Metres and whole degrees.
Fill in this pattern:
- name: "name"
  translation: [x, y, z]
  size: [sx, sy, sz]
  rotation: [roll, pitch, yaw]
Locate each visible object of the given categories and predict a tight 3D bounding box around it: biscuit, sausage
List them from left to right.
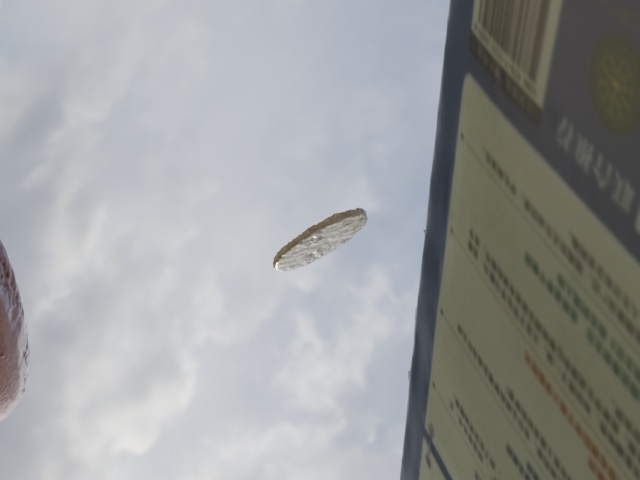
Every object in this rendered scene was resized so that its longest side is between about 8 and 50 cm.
- name: "sausage"
  translation: [-0.323, 0.072, 1.066]
  size: [0.258, 0.133, 0.133]
  rotation: [92, -13, -44]
- name: "biscuit"
  translation: [0.000, 0.000, 1.319]
  size: [0.120, 0.120, 0.015]
  rotation: [-40, -107, 33]

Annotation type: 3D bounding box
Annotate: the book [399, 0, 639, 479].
- name: "book"
  translation: [0.111, 0.090, 0.493]
  size: [0.300, 0.039, 0.428]
  rotation: [-120, -155, -47]
